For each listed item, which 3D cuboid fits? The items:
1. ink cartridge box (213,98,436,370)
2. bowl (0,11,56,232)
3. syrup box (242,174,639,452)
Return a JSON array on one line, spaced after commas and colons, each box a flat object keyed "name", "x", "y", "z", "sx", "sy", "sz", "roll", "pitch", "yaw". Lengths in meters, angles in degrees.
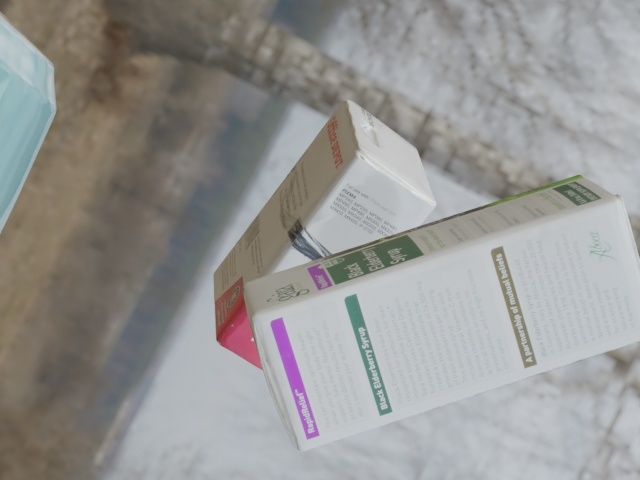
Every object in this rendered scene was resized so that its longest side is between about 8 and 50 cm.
[{"name": "ink cartridge box", "x": 0.000, "y": 0.000, "z": 1.827, "sx": 0.237, "sy": 0.100, "sz": 0.172, "roll": -53, "pitch": -163, "yaw": 16}, {"name": "bowl", "x": -0.316, "y": -0.133, "z": 1.376, "sx": 0.163, "sy": 0.311, "sz": 0.311, "roll": -46, "pitch": -177, "yaw": -1}, {"name": "syrup box", "x": 0.076, "y": 0.043, "z": 1.155, "sx": 0.093, "sy": 0.237, "sz": 0.096, "roll": -123, "pitch": -164, "yaw": -78}]
